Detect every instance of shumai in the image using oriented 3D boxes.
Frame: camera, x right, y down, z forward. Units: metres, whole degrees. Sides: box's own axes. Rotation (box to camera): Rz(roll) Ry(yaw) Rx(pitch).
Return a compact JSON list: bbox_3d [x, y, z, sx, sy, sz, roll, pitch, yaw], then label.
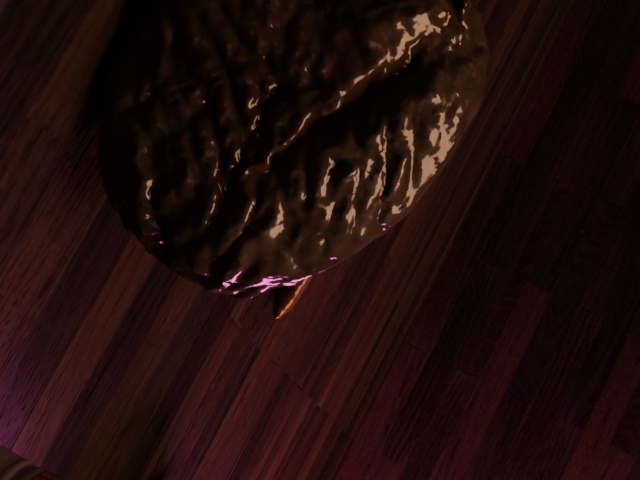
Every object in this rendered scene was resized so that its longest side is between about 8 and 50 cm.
[{"bbox_3d":[-0.014,-0.075,0.598,0.206,0.166,0.175,-41,-179,8],"label":"shumai"}]

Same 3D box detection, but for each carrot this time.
[{"bbox_3d":[0.000,0.000,1.110,0.190,0.037,0.037,-55,166,-24],"label":"carrot"}]

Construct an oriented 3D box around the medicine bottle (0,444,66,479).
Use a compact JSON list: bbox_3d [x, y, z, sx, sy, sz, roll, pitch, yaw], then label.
[{"bbox_3d":[-0.155,0.153,0.601,0.057,0.089,0.057,-60,167,-23],"label":"medicine bottle"}]
